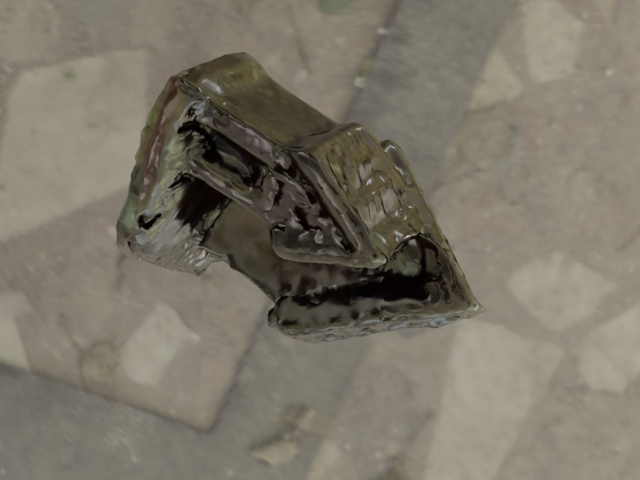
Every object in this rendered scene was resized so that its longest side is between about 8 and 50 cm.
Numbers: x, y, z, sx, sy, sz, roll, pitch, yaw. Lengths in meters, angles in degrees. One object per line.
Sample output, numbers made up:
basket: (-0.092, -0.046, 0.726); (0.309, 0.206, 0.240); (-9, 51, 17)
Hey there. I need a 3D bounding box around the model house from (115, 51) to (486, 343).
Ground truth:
model house: (-0.001, -0.001, 0.687); (0.152, 0.165, 0.106); (31, 92, 11)
